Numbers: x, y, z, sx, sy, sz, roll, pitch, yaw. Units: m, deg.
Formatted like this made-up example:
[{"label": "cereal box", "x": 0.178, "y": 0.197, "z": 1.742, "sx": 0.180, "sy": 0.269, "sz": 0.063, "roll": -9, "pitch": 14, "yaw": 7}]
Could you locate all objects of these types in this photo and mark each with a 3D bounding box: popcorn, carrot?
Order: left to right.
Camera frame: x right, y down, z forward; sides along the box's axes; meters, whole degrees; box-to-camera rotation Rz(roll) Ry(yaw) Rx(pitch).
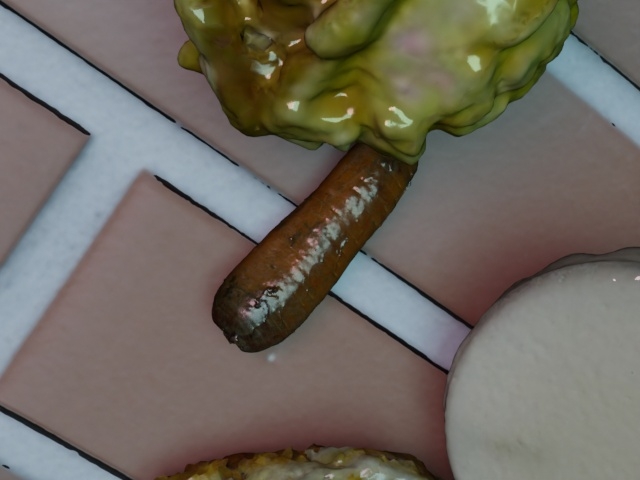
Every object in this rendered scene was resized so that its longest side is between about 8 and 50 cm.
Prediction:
[{"label": "carrot", "x": 0.000, "y": 0.000, "z": 0.676, "sx": 0.186, "sy": 0.060, "sz": 0.060, "roll": -47, "pitch": 106, "yaw": -9}, {"label": "popcorn", "x": 0.020, "y": -0.151, "z": 0.569, "sx": 0.259, "sy": 0.259, "sz": 0.212, "roll": 15, "pitch": 119, "yaw": -15}]

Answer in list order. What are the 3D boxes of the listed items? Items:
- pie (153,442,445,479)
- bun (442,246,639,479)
[{"label": "pie", "x": -0.006, "y": 0.266, "z": 0.684, "sx": 0.308, "sy": 0.085, "sz": 0.308, "roll": 0, "pitch": 106, "yaw": 1}, {"label": "bun", "x": 0.229, "y": 0.116, "z": 0.699, "sx": 0.263, "sy": 0.175, "sz": 0.263, "roll": 9, "pitch": 112, "yaw": 24}]
